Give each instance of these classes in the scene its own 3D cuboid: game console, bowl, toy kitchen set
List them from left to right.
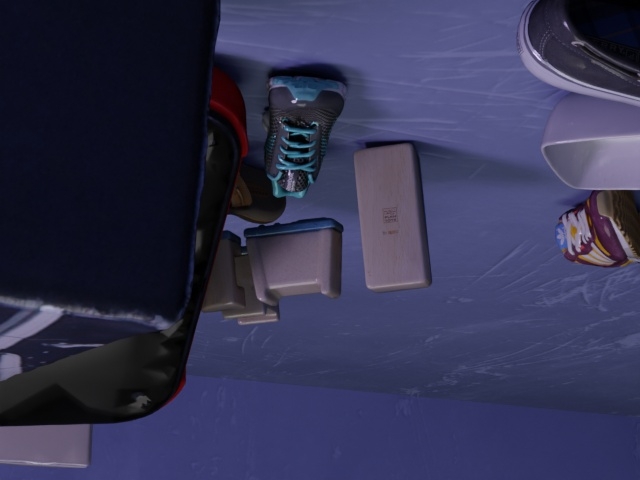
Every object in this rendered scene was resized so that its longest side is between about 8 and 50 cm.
[{"bbox_3d":[-0.247,0.012,1.100,0.341,0.060,0.387,2,134,-18],"label":"game console"},{"bbox_3d":[0.000,0.000,1.288,0.207,0.122,0.166,-7,170,11],"label":"toy kitchen set"},{"bbox_3d":[0.242,-0.080,1.053,0.142,0.053,0.142,0,167,21],"label":"bowl"}]

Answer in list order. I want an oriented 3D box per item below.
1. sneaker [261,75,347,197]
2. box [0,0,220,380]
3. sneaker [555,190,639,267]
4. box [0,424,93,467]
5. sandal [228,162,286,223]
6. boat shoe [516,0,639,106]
[{"bbox_3d":[-0.014,-0.076,1.091,0.065,0.076,0.166,3,168,-2],"label":"sneaker"},{"bbox_3d":[-0.342,-0.106,0.561,0.479,0.298,0.471,9,165,-25],"label":"box"},{"bbox_3d":[0.261,-0.007,1.346,0.083,0.070,0.185,-6,164,19],"label":"sneaker"},{"bbox_3d":[-0.304,0.114,1.587,0.113,0.275,0.094,7,169,-13],"label":"box"},{"bbox_3d":[-0.081,-0.051,1.262,0.049,0.072,0.180,-30,161,30],"label":"sandal"},{"bbox_3d":[0.236,-0.115,0.856,0.228,0.080,0.076,13,168,-9],"label":"boat shoe"}]
